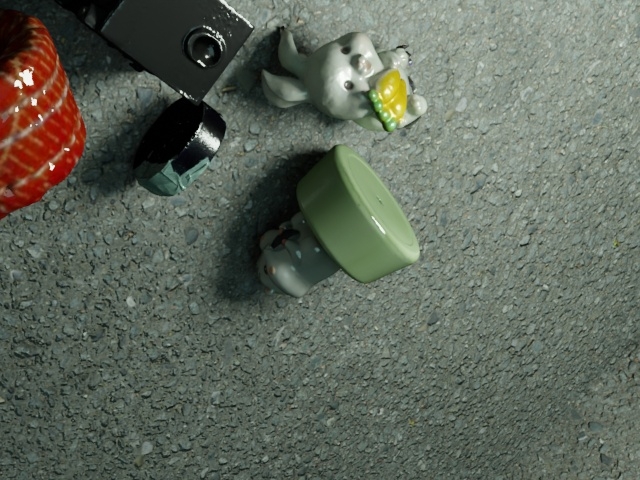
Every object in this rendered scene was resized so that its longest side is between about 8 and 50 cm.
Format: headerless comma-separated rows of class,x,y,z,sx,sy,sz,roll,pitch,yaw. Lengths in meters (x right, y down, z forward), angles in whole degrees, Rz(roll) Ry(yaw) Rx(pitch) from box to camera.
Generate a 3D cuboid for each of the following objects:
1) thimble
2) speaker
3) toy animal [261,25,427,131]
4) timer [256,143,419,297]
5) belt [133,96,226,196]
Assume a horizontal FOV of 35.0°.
thimble,-0.547,-0.192,1.584,0.350,0.350,0.230,-28,127,-17
speaker,-0.289,-0.385,1.709,0.254,0.232,0.184,36,92,-40
toy animal,0.060,-0.311,1.981,0.310,0.247,0.183,-1,99,-49
timer,0.000,0.000,2.113,0.315,0.291,0.291,-34,131,15
belt,-0.264,-0.171,1.893,0.198,0.151,0.078,-50,131,3
